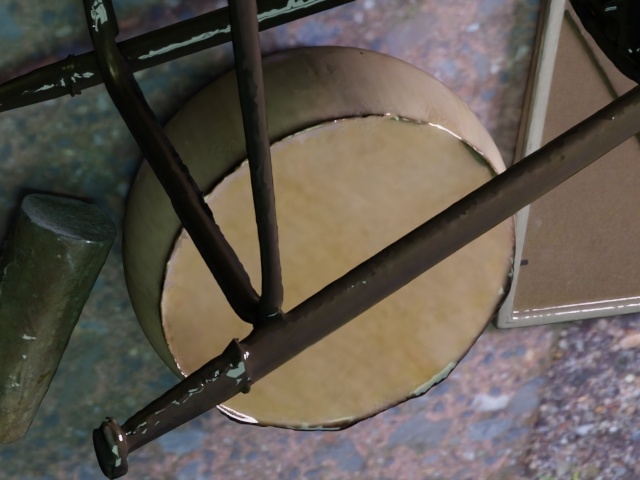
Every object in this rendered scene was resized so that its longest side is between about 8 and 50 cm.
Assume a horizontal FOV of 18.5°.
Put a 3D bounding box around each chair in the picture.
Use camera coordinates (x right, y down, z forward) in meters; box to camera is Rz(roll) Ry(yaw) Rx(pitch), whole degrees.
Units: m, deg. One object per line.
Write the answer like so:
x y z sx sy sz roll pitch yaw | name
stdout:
0.016 -0.172 1.005 0.410 0.362 0.365 -15 127 -16 | chair

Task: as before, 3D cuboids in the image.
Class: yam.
-0.186 0.047 1.252 0.068 0.068 0.169 12 122 -27 | yam

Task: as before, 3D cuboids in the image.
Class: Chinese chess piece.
0.000 0.000 1.265 0.257 0.104 0.257 -11 126 -15 | Chinese chess piece

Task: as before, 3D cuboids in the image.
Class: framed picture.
0.246 -0.084 1.355 0.240 0.020 0.324 -6 124 -17 | framed picture
